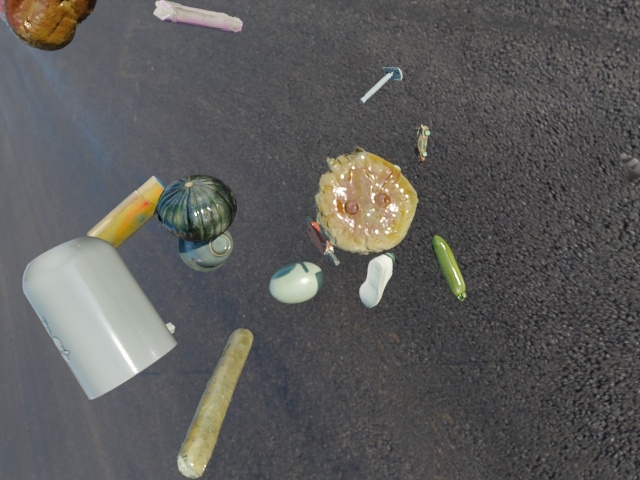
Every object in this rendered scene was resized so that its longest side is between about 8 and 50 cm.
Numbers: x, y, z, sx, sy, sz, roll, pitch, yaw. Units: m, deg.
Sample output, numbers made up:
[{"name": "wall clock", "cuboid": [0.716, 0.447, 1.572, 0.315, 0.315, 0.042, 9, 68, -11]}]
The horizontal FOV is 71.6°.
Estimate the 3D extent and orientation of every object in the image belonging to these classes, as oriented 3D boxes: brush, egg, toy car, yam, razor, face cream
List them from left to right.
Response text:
[{"name": "face cream", "cuboid": [-0.618, -0.090, 1.468, 0.285, 0.139, 0.067, -43, 72, -3]}, {"name": "yam", "cuboid": [-0.251, 0.381, 1.094, 0.083, 0.083, 0.371, -35, 24, 36]}, {"name": "egg", "cuboid": [-0.120, 0.212, 2.231, 0.283, 0.203, 0.202, -21, 59, -2]}, {"name": "brush", "cuboid": [-0.001, 0.000, 1.961, 0.323, 0.051, 0.070, 54, 142, 42]}, {"name": "razor", "cuboid": [0.265, -0.714, 2.051, 0.232, 0.068, 0.106, -46, 40, -17]}, {"name": "toy car", "cuboid": [0.325, -0.311, 1.441, 0.059, 0.035, 0.121, -154, 72, -77]}]

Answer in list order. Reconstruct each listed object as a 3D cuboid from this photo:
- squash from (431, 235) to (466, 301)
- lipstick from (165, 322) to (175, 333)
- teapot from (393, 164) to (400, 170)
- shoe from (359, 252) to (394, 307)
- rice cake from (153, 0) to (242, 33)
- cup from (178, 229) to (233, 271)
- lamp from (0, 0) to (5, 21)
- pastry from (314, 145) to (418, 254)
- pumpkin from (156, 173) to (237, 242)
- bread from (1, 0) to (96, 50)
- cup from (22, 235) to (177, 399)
[{"name": "squash", "cuboid": [0.470, 0.100, 1.624, 0.069, 0.069, 0.258, -23, 89, 41]}, {"name": "lipstick", "cuboid": [-0.463, 0.266, 1.252, 0.025, 0.107, 0.025, 35, 122, 24]}, {"name": "teapot", "cuboid": [0.287, -0.131, 1.825, 0.149, 0.318, 0.219, -17, 63, -3]}, {"name": "shoe", "cuboid": [0.236, 0.158, 1.778, 0.095, 0.110, 0.264, 37, 140, 25]}, {"name": "rice cake", "cuboid": [-0.319, -0.596, 1.193, 0.055, 0.270, 0.048, 27, 118, 30]}, {"name": "cup", "cuboid": [-0.379, 0.014, 1.558, 0.150, 0.199, 0.199, -1, 80, 56]}, {"name": "lamp", "cuboid": [-0.622, -0.482, 0.941, 0.108, 0.107, 0.092, -29, 34, 39]}, {"name": "pastry", "cuboid": [0.125, -0.107, 1.337, 0.136, 0.330, 0.329, -173, 95, -85]}, {"name": "pumpkin", "cuboid": [-0.382, -0.090, 1.387, 0.250, 0.250, 0.216, 28, 124, 46]}, {"name": "bread", "cuboid": [-0.356, -0.437, 0.666, 0.344, 0.084, 0.124, -52, 11, 10]}, {"name": "cup", "cuboid": [-0.484, 0.159, 0.967, 0.205, 0.205, 0.312, -29, 94, 39]}]
